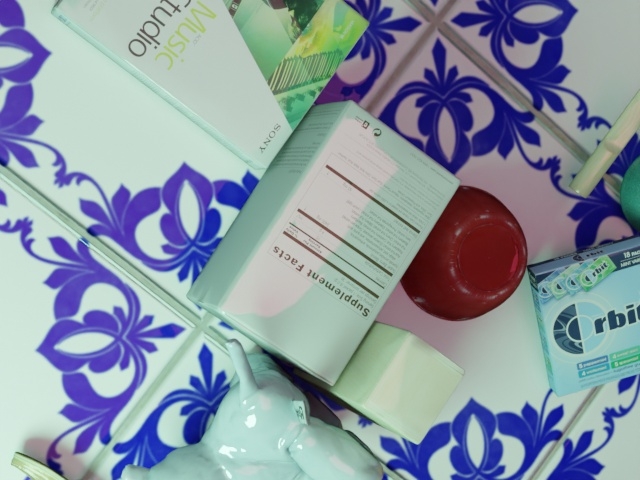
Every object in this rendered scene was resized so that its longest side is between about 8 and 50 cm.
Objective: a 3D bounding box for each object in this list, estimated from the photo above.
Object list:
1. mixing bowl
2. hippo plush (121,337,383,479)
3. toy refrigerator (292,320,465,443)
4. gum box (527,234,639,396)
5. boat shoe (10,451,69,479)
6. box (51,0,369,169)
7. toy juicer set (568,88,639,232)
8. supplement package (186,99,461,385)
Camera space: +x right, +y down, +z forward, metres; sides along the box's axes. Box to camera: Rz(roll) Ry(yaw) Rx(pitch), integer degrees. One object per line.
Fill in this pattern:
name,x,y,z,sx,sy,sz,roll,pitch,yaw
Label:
mixing bowl,0.199,0.020,1.805,0.182,0.098,0.181,-1,94,-18
hippo plush,-0.082,0.282,1.649,0.234,0.294,0.236,42,88,7
toy refrigerator,0.067,0.160,1.679,0.094,0.269,0.102,36,81,-16
gum box,0.368,0.101,1.858,0.157,0.041,0.184,-15,110,-5
boat shoe,-0.320,0.303,1.678,0.135,0.050,0.045,38,76,-16
box,-0.130,-0.271,1.705,0.322,0.058,0.232,37,82,-17
toy juicer set,0.444,-0.044,1.896,0.209,0.089,0.329,-35,106,5
supplement package,0.000,0.000,1.697,0.175,0.177,0.293,35,83,-17
